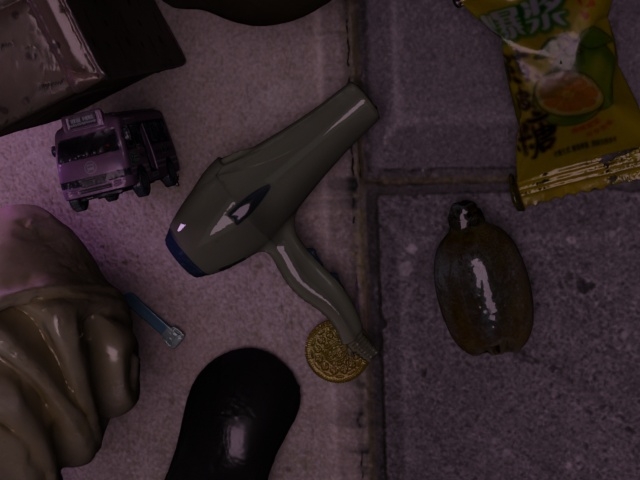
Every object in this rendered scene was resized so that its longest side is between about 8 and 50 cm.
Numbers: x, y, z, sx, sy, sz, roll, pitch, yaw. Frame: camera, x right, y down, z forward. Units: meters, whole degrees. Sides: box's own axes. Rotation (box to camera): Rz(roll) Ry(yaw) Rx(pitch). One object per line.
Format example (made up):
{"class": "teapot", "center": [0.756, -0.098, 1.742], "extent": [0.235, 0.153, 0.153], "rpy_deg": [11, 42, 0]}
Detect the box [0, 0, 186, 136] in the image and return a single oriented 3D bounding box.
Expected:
{"class": "box", "center": [-0.317, -0.251, 1.309], "extent": [0.190, 0.297, 0.225], "rpy_deg": [-24, 97, 13]}

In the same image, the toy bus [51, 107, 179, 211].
{"class": "toy bus", "center": [-0.238, -0.101, 1.379], "extent": [0.096, 0.199, 0.108], "rpy_deg": [-12, 96, 11]}

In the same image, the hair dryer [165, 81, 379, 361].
{"class": "hair dryer", "center": [0.001, -0.041, 1.412], "extent": [0.298, 0.119, 0.296], "rpy_deg": [28, 98, -7]}

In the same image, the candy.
{"class": "candy", "center": [0.271, -0.190, 1.344], "extent": [0.187, 0.081, 0.297], "rpy_deg": [-14, 110, 12]}

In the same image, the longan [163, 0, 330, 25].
{"class": "longan", "center": [-0.100, -0.401, 1.242], "extent": [0.361, 0.361, 0.361], "rpy_deg": [2, 102, 9]}

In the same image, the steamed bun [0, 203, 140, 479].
{"class": "steamed bun", "center": [-0.339, 0.163, 1.399], "extent": [0.247, 0.352, 0.339], "rpy_deg": [16, 120, -18]}

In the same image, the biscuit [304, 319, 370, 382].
{"class": "biscuit", "center": [0.022, 0.138, 1.475], "extent": [0.084, 0.023, 0.084], "rpy_deg": [2, 102, 10]}

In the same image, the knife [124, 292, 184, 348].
{"class": "knife", "center": [-0.216, 0.101, 1.513], "extent": [0.096, 0.010, 0.027], "rpy_deg": [41, 105, 2]}

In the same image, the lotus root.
{"class": "lotus root", "center": [0.191, 0.045, 1.398], "extent": [0.113, 0.088, 0.192], "rpy_deg": [-11, 99, 18]}

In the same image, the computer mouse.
{"class": "computer mouse", "center": [-0.122, 0.269, 1.497], "extent": [0.147, 0.088, 0.264], "rpy_deg": [17, 106, 8]}
